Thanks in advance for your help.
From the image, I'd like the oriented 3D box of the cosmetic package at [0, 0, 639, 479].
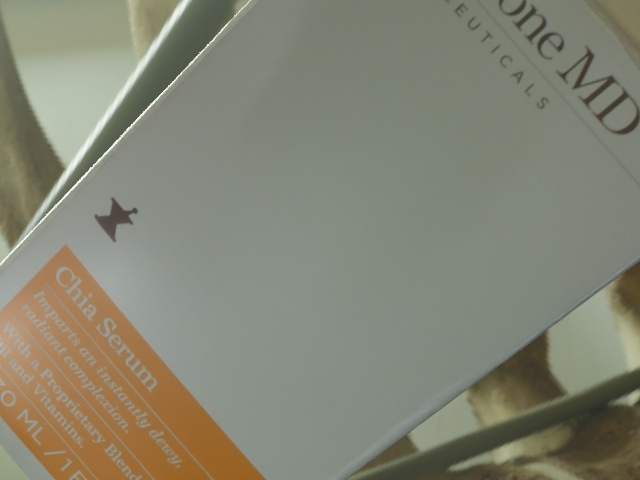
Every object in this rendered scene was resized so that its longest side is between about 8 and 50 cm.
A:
[{"bbox_3d":[0.000,0.000,0.743,0.230,0.453,0.161,49,-153,2],"label":"cosmetic package"}]
